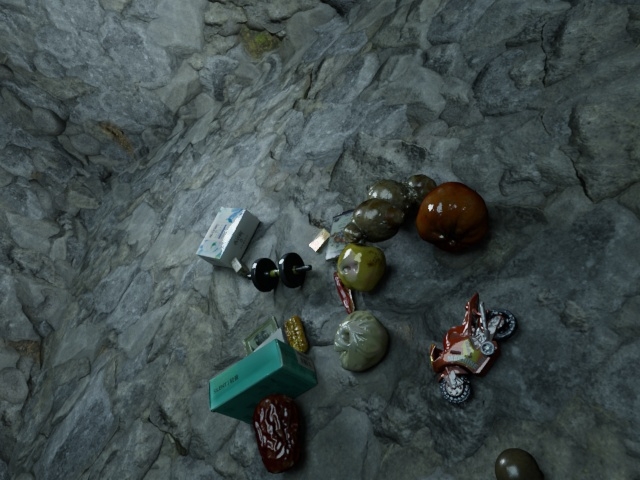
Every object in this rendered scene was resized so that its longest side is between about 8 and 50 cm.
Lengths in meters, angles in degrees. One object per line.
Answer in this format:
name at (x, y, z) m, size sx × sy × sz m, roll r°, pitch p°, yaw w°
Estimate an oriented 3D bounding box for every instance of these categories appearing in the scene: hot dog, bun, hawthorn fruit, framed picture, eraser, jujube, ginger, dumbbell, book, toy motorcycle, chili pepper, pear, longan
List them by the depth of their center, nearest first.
longan at (0.454, 0.528, 1.007) m, size 0.114 × 0.092 × 0.113 m, roll 6°, pitch 39°, yaw -5°
toy motorcycle at (0.403, 0.293, 1.221) m, size 0.298 × 0.089 × 0.171 m, roll -52°, pitch 41°, yaw -5°
jujube at (-0.133, 0.605, 1.401) m, size 0.155 × 0.155 × 0.230 m, roll -32°, pitch 53°, yaw 18°
hawthorn fruit at (0.416, -0.092, 1.416) m, size 0.224 × 0.224 × 0.260 m, roll -20°, pitch 33°, yaw 28°
bun at (0.113, 0.318, 1.420) m, size 0.193 × 0.128 × 0.178 m, roll -43°, pitch 43°, yaw 9°
pear at (0.140, 0.093, 1.534) m, size 0.178 × 0.178 × 0.178 m, roll -22°, pitch 48°, yaw 27°
ginger at (0.227, -0.107, 1.554) m, size 0.256 × 0.176 × 0.375 m, roll 6°, pitch 36°, yaw 48°
chili pepper at (0.088, 0.175, 1.609) m, size 0.059 × 0.050 × 0.267 m, roll -2°, pitch 47°, yaw -15°
hot dog at (-0.089, 0.350, 1.624) m, size 0.071 × 0.045 × 0.165 m, roll -35°, pitch 43°, yaw 13°
eraser at (-0.182, 0.405, 1.648) m, size 0.150 × 0.023 × 0.103 m, roll -43°, pitch 39°, yaw 16°
framed picture at (-0.211, 0.419, 1.701) m, size 0.173 × 0.010 × 0.231 m, roll -41°, pitch 42°, yaw 9°
book at (0.103, -0.029, 1.747) m, size 0.158 × 0.026 × 0.231 m, roll -16°, pitch 46°, yaw 31°
dumbbell at (-0.169, 0.129, 1.783) m, size 0.326 × 0.143 × 0.143 m, roll -12°, pitch 53°, yaw 34°

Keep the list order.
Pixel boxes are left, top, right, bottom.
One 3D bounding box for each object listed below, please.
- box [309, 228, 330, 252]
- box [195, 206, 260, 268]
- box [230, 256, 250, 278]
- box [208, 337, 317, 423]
box at (0.000, 0.000, 1.832) m, size 0.093 × 0.015 × 0.058 m, roll -48°, pitch 40°, yaw 0°
box at (-0.445, -0.015, 2.141) m, size 0.203 × 0.116 × 0.274 m, roll 7°, pitch 65°, yaw 44°
box at (-0.365, 0.123, 2.011) m, size 0.045 × 0.062 × 0.098 m, roll -49°, pitch 43°, yaw 1°
box at (-0.196, 0.479, 1.501) m, size 0.311 × 0.205 × 0.118 m, roll -36°, pitch 42°, yaw 15°
